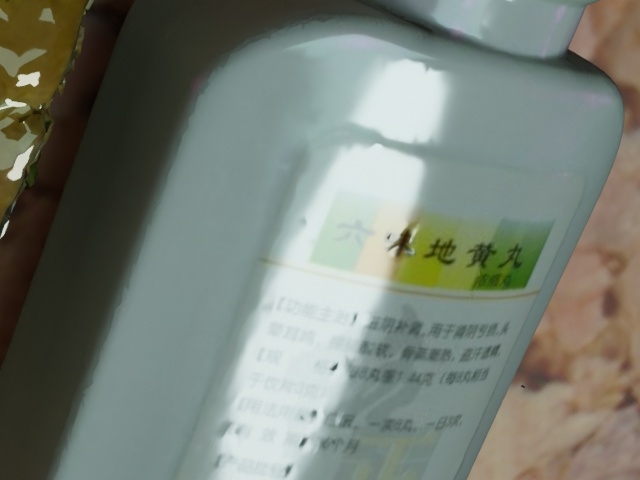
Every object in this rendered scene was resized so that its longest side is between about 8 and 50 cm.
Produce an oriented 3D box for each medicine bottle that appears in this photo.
[{"bbox_3d":[0.000,0.000,0.594,0.179,0.124,0.324,9,114,-34],"label":"medicine bottle"}]

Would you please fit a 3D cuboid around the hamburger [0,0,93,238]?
[{"bbox_3d":[-0.157,-0.014,0.496,0.131,0.124,0.262,19,106,-35],"label":"hamburger"}]
